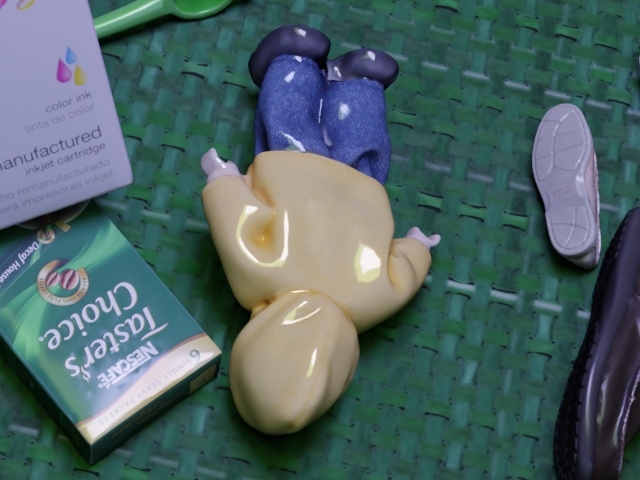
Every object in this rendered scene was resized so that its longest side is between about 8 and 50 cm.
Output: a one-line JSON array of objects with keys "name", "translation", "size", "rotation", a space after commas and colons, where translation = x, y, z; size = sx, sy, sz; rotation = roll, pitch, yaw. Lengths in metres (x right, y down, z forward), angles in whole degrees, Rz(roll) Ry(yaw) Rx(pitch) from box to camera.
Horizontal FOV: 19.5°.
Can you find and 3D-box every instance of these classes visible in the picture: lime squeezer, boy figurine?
[{"name": "lime squeezer", "translation": [-0.089, -0.217, 1.374], "size": [0.110, 0.059, 0.310], "rotation": [36, 65, 10]}, {"name": "boy figurine", "translation": [0.000, 0.000, 1.255], "size": [0.177, 0.092, 0.285], "rotation": [14, 63, -23]}]

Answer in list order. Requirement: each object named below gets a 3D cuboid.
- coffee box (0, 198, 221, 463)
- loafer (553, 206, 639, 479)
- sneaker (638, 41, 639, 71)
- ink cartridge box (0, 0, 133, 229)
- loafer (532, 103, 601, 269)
[{"name": "coffee box", "translation": [-0.163, 0.044, 1.237], "size": [0.113, 0.040, 0.184], "rotation": [-33, 72, -22]}, {"name": "loafer", "translation": [0.216, 0.077, 1.254], "size": [0.078, 0.080, 0.220], "rotation": [19, 62, 2]}, {"name": "sneaker", "translation": [0.361, -0.188, 1.376], "size": [0.279, 0.118, 0.107], "rotation": [-44, 100, -18]}, {"name": "ink cartridge box", "translation": [-0.262, -0.149, 1.155], "size": [0.226, 0.306, 0.131], "rotation": [-19, 41, -10]}, {"name": "loafer", "translation": [0.180, -0.037, 1.337], "size": [0.045, 0.039, 0.125], "rotation": [-14, 58, 22]}]
